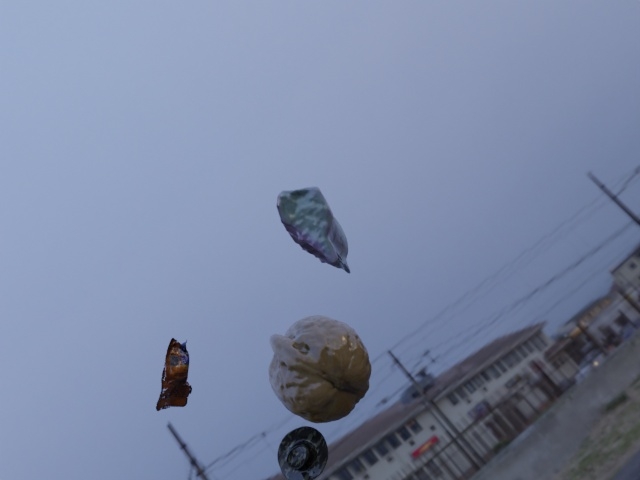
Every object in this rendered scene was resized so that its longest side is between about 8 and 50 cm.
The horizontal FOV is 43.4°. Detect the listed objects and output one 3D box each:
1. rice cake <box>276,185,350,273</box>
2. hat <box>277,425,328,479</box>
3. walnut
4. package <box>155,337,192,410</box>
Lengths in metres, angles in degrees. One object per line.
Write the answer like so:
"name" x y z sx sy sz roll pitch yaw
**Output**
"rice cake" -0.001 -0.002 0.844 0.051 0.081 0.290 -25 -6 3
"hat" -0.042 0.449 1.686 0.121 0.121 0.050 -42 -15 3
"walnut" -0.009 0.276 1.763 0.224 0.257 0.257 -63 -19 -2
"package" -0.221 0.206 1.235 0.033 0.110 0.077 2 -8 9
